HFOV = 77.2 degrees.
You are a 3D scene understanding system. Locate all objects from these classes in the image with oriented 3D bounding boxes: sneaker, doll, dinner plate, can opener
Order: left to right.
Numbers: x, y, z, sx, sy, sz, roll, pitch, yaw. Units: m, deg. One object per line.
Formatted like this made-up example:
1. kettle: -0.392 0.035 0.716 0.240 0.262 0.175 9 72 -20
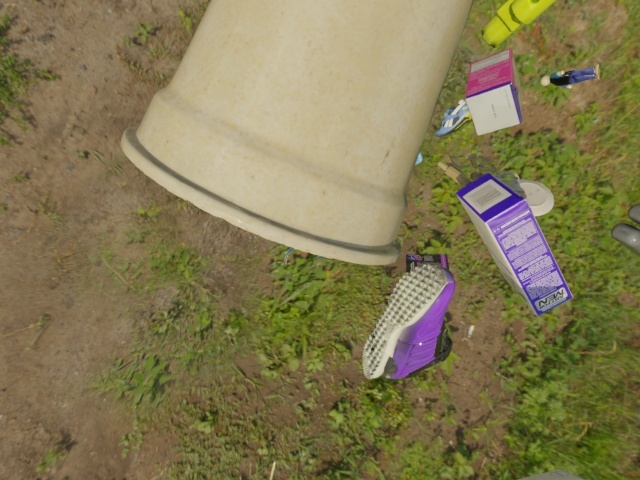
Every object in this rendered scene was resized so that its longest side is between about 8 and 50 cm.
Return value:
1. sneaker: 0.200 0.168 0.775 0.146 0.293 0.102 15 36 -13
2. sneaker: 0.386 -0.352 1.170 0.053 0.144 0.059 -21 81 -30
3. dinner plate: 0.619 -0.133 1.188 0.141 0.017 0.141 -1 57 2
4. doll: 0.924 -0.604 1.492 0.129 0.189 0.046 16 82 -50
5. can opener: 0.585 0.013 0.675 0.281 0.093 0.074 20 109 -33

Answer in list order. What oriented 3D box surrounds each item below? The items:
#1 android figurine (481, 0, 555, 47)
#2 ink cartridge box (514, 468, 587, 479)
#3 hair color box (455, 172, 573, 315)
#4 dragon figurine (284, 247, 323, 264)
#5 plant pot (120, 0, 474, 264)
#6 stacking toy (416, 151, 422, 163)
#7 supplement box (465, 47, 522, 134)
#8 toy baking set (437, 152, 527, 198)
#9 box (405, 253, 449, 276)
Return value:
1. android figurine: 0.386 -0.421 0.619 0.056 0.273 0.248 51 55 -4
2. ink cartridge box: 0.411 0.382 0.577 0.235 0.171 0.056 -7 77 -11
3. hair color box: 0.492 0.010 1.021 0.110 0.185 0.338 -32 117 12
4. dragon figurine: 0.000 0.000 1.389 0.289 0.144 0.085 -36 131 -8
5. plant pot: 0.006 -0.187 0.435 0.334 0.333 0.305 21 106 -15
6. stacking toy: 0.261 -0.316 1.636 0.302 0.166 0.175 -43 107 -34
7. supplement box: 0.454 -0.390 1.045 0.111 0.114 0.220 56 41 -31
8. toy baking set: 0.481 -0.199 1.195 0.197 0.030 0.256 -18 51 -22
9. box: 0.409 0.099 1.546 0.162 0.029 0.116 0 39 11
